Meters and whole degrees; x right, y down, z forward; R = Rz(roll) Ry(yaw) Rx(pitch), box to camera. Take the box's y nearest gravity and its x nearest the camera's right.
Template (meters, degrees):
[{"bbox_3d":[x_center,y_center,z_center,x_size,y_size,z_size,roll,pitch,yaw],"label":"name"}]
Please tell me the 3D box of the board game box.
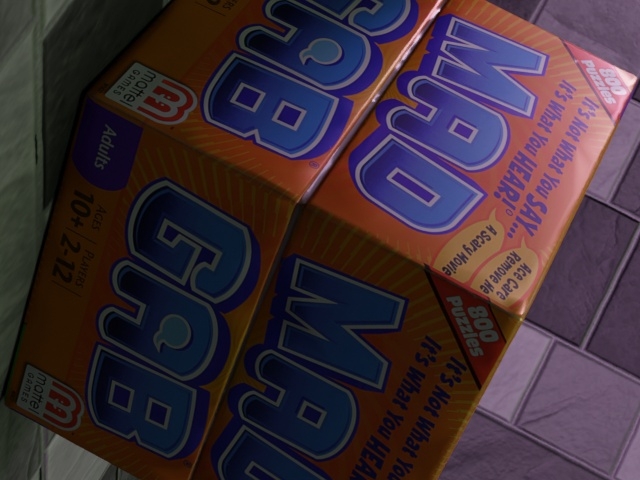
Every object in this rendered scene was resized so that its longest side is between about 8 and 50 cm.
[{"bbox_3d":[0.000,0.000,1.526,0.356,0.356,0.357,-56,171,-48],"label":"board game box"}]
